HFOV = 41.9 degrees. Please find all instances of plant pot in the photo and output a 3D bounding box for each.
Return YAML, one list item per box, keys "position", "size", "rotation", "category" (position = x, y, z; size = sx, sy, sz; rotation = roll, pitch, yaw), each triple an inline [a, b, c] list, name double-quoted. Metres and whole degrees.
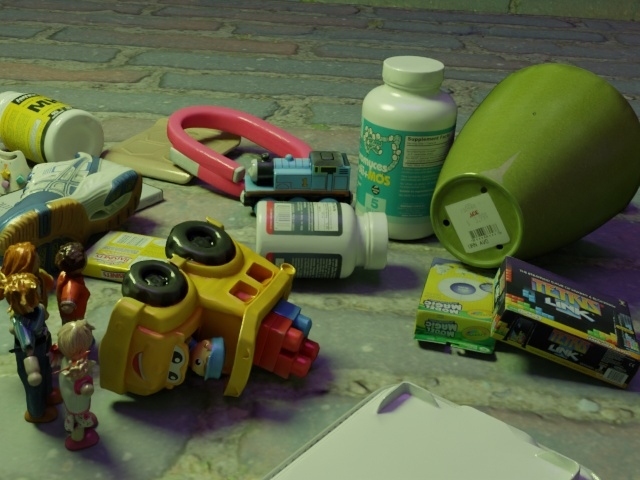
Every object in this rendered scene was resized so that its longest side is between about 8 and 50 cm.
- position: [0.286, -0.082, 1.198]
  size: [0.274, 0.275, 0.293]
  rotation: [18, 34, 28]
  category: "plant pot"

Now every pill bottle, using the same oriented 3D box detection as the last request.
- position: [0.000, 0.000, 1.169]
  size: [0.180, 0.108, 0.108]
  rotation: [2, 26, -4]
  category: "pill bottle"
- position: [-0.500, -0.198, 1.503]
  size: [0.208, 0.119, 0.119]
  rotation: [21, 31, 32]
  category: "pill bottle"
- position: [0.133, -0.145, 1.299]
  size: [0.146, 0.264, 0.146]
  rotation: [2, 26, -1]
  category: "pill bottle"

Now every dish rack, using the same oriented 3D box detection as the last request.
- position: [0.085, 0.241, 0.737]
  size: [0.285, 0.072, 0.332]
  rotation: [21, 30, 33]
  category: "dish rack"

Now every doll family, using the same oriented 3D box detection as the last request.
- position: [-0.299, 0.094, 0.882]
  size: [0.118, 0.163, 0.263]
  rotation: [-5, 28, -16]
  category: "doll family"

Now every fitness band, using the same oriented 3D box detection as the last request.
- position: [-0.143, -0.162, 1.489]
  size: [0.290, 0.054, 0.209]
  rotation: [31, 37, 24]
  category: "fitness band"

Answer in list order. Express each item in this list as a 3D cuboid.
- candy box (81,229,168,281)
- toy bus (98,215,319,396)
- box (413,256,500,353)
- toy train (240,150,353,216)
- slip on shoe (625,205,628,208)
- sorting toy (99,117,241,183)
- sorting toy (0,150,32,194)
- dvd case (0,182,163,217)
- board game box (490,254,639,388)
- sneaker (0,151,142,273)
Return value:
- position: [-0.226, 0.031, 1.172]
  size: [0.205, 0.027, 0.105]
  rotation: [9, 29, 13]
  category: "candy box"
- position: [-0.111, 0.102, 0.940]
  size: [0.211, 0.149, 0.220]
  rotation: [26, 33, 10]
  category: "toy bus"
- position: [0.183, 0.084, 1.093]
  size: [0.105, 0.043, 0.179]
  rotation: [9, 29, 11]
  category: "box"
- position: [-0.037, -0.090, 1.349]
  size: [0.184, 0.105, 0.080]
  rotation: [0, 26, -6]
  category: "toy train"
- position: [0.496, -0.091, 1.484]
  size: [0.041, 0.051, 0.135]
  rotation: [36, 3, -27]
  category: "slip on shoe"
- position: [-0.275, -0.165, 1.561]
  size: [0.193, 0.038, 0.208]
  rotation: [13, 32, 19]
  category: "sorting toy"
- position: [-0.514, -0.116, 1.384]
  size: [0.083, 0.075, 0.045]
  rotation: [8, 27, 12]
  category: "sorting toy"
- position: [-0.405, -0.060, 1.343]
  size: [0.180, 0.022, 0.253]
  rotation: [20, 31, 30]
  category: "dvd case"
- position: [0.297, 0.096, 1.027]
  size: [0.170, 0.048, 0.141]
  rotation: [21, 29, 1]
  category: "board game box"
- position: [-0.385, -0.044, 1.193]
  size: [0.131, 0.112, 0.296]
  rotation: [25, 27, 13]
  category: "sneaker"
